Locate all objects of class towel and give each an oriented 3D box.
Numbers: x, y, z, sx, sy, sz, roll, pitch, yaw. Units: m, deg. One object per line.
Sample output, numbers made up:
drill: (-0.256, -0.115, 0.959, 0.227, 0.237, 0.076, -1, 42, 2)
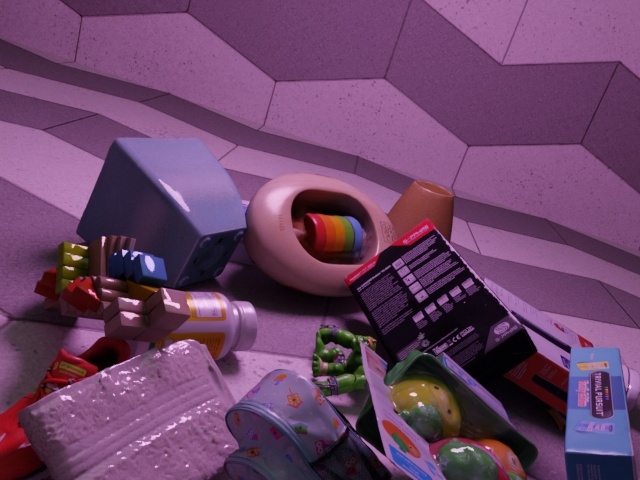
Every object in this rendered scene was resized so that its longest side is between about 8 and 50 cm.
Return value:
towel: (-0.208, 0.238, 0.755, 0.187, 0.049, 0.282, 57, 32, 9)

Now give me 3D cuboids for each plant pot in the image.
plant pot: (0.280, -0.033, 1.714, 0.237, 0.254, 0.237, 17, 21, -7)
plant pot: (-0.304, -0.044, 1.265, 0.252, 0.247, 0.248, 42, 27, 20)

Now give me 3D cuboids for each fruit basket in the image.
fruit basket: (0.190, 0.284, 0.780, 0.327, 0.165, 0.353, 41, 0, -6)

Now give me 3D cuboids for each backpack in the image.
backpack: (-0.034, 0.258, 0.734, 0.144, 0.166, 0.188, -31, 90, -34)

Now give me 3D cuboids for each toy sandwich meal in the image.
toy sandwich meal: (0.490, 0.357, 1.210, 0.085, 0.029, 0.085, 24, 25, -12)

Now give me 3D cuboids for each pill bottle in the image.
pill bottle: (-0.217, 0.144, 1.009, 0.208, 0.118, 0.117, 4, 24, -34)

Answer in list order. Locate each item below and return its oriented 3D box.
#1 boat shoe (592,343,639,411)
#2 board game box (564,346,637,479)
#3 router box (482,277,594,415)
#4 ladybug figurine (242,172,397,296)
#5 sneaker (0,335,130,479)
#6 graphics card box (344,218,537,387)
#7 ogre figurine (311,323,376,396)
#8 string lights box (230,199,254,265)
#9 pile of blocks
boat shoe: (0.664, 0.306, 1.400, 0.088, 0.096, 0.267, 17, 18, 9)
board game box: (0.408, 0.333, 0.861, 0.079, 0.254, 0.336, -6, 10, 25)
router box: (0.464, 0.232, 1.312, 0.301, 0.082, 0.335, 32, 17, 7)
ladybug figurine: (0.000, 0.000, 1.425, 0.449, 0.162, 0.305, 8, 62, -38)
sneaker: (-0.337, 0.199, 0.757, 0.107, 0.118, 0.279, 20, 19, 9)
graphics card box: (0.217, 0.139, 1.184, 0.094, 0.232, 0.371, 52, 4, -37)
ogre figurine: (0.046, 0.218, 1.096, 0.118, 0.097, 0.197, 1, 4, 2)
string lights box: (-0.231, -0.037, 1.531, 0.133, 0.077, 0.260, 13, 21, -16)
pile of blocks: (-0.338, 0.057, 0.909, 0.362, 0.149, 0.112, 5, -8, 43)
